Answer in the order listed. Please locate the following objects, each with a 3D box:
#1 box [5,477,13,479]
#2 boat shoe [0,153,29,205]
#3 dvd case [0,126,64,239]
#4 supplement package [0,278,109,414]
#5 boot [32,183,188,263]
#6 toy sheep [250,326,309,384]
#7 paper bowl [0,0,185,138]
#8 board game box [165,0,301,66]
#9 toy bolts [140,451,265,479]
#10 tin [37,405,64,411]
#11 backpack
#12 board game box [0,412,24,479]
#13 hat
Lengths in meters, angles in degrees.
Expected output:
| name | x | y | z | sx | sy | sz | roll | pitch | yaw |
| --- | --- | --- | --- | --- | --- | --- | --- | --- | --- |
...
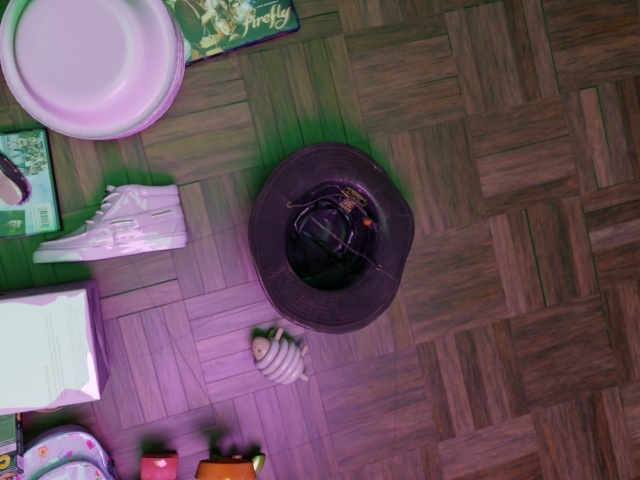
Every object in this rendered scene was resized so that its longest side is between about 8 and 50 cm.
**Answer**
| name | x | y | z | sx | sy | sz | roll | pitch | yaw |
| --- | --- | --- | --- | --- | --- | --- | --- | --- | --- |
| box | -0.608 | 0.439 | 1.282 | 0.190 | 0.045 | 0.184 | -20 | 95 | -9 |
| boat shoe | -0.534 | -0.117 | 1.243 | 0.049 | 0.042 | 0.133 | -35 | 99 | 13 |
| dvd case | -0.576 | -0.087 | 1.267 | 0.252 | 0.022 | 0.181 | -8 | 94 | -10 |
| supplement package | -0.497 | 0.170 | 1.184 | 0.292 | 0.177 | 0.175 | -8 | 94 | -11 |
| boot | -0.361 | -0.031 | 1.287 | 0.258 | 0.095 | 0.124 | -8 | 89 | -19 |
| toy sheep | -0.070 | 0.214 | 1.356 | 0.132 | 0.091 | 0.091 | 36 | 86 | -16 |
| paper bowl | -0.369 | -0.304 | 1.210 | 0.284 | 0.148 | 0.284 | 0 | 99 | -1 |
| board game box | -0.175 | -0.412 | 1.316 | 0.243 | 0.042 | 0.165 | -21 | 97 | -9 |
| toy bolts | -0.208 | 0.450 | 1.284 | 0.228 | 0.218 | 0.159 | 1 | 80 | -4 |
| tin | -0.503 | 0.214 | 1.294 | 0.189 | 0.040 | 0.106 | 39 | 90 | -10 |
| backpack | -0.425 | 0.410 | 1.265 | 0.165 | 0.144 | 0.189 | -24 | 89 | -17 |
| board game box | -0.612 | 0.352 | 1.226 | 0.259 | 0.030 | 0.136 | -17 | 52 | -1 |
| hat | 0.000 | 0.000 | 1.331 | 0.331 | 0.134 | 0.332 | 4 | 80 | -25 |
